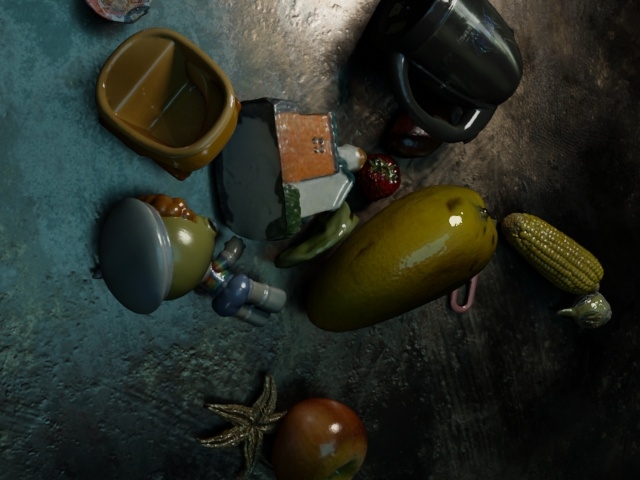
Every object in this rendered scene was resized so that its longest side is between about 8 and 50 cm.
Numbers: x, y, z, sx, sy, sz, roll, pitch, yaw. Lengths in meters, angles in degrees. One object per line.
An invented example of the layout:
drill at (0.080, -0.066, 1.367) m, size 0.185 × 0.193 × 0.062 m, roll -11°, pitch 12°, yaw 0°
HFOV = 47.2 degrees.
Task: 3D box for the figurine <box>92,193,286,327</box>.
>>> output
figurine at (-0.230, 0.056, 1.389) m, size 0.381 × 0.205 × 0.225 m, roll 18°, pitch 126°, yaw -20°

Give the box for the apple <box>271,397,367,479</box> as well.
apple at (-0.009, 0.447, 1.572) m, size 0.210 × 0.173 × 0.235 m, roll 14°, pitch 110°, yaw -54°

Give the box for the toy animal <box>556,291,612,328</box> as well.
toy animal at (0.671, 0.170, 1.872) m, size 0.137 × 0.098 × 0.098 m, roll 8°, pitch 96°, yaw 6°

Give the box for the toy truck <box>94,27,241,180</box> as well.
toy truck at (-0.274, -0.243, 1.309) m, size 0.288 × 0.211 × 0.204 m, roll 37°, pitch 84°, yaw 9°

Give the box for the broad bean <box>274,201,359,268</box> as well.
broad bean at (-0.002, -0.002, 1.529) m, size 0.072 × 0.153 × 0.206 m, roll 48°, pitch 65°, yaw -6°

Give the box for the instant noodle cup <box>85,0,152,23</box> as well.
instant noodle cup at (-0.369, -0.445, 1.310) m, size 0.127 × 0.135 × 0.127 m, roll -4°, pitch 100°, yaw -21°

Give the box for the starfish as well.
starfish at (-0.156, 0.403, 1.580) m, size 0.227 × 0.043 × 0.241 m, roll 8°, pitch 94°, yaw -24°

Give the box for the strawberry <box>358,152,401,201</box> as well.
strawberry at (0.124, -0.135, 1.591) m, size 0.106 × 0.106 × 0.106 m, roll -4°, pitch 100°, yaw -22°

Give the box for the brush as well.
brush at (0.350, 0.060, 1.736) m, size 0.103 × 0.047 × 0.234 m, roll 4°, pitch 97°, yaw -23°

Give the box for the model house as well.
model house at (-0.040, -0.152, 1.497) m, size 0.300 × 0.190 × 0.272 m, roll -12°, pitch 98°, yaw -41°

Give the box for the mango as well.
mango at (0.161, 0.045, 1.544) m, size 0.445 × 0.301 × 0.221 m, roll -29°, pitch 79°, yaw 3°

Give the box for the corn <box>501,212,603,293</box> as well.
corn at (0.570, 0.037, 1.790) m, size 0.321 × 0.119 × 0.119 m, roll 31°, pitch 86°, yaw -19°

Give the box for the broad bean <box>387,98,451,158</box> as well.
broad bean at (0.221, -0.245, 1.616) m, size 0.114 × 0.084 × 0.165 m, roll 45°, pitch 74°, yaw -19°

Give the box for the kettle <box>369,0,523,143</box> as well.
kettle at (0.277, -0.369, 1.538) m, size 0.324 × 0.228 × 0.321 m, roll 31°, pitch 75°, yaw -28°
